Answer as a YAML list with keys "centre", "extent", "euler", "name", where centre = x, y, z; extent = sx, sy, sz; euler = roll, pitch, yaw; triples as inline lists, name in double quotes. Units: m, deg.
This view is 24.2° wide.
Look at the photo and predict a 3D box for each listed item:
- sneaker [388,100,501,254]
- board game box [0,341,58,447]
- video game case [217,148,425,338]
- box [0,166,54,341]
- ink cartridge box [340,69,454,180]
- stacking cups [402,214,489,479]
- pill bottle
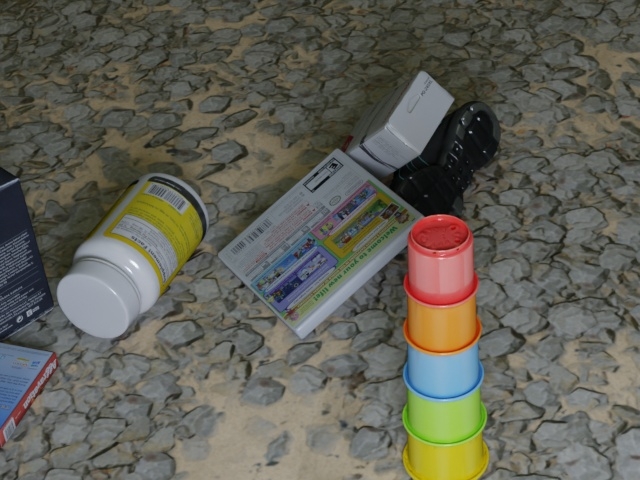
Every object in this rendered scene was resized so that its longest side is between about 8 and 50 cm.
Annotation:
- centre: [0.141, -0.074, 1.968]
  extent: [0.106, 0.101, 0.267]
  euler: [-11, 32, 50]
  name: "sneaker"
- centre: [-0.470, 0.165, 1.776]
  extent: [0.281, 0.027, 0.145]
  euler: [9, 39, 18]
  name: "board game box"
- centre: [0.000, 0.000, 1.866]
  extent: [0.212, 0.023, 0.193]
  euler: [-42, 46, -7]
  name: "video game case"
- centre: [-0.431, 0.001, 1.832]
  extent: [0.108, 0.207, 0.153]
  euler: [-33, 45, -30]
  name: "box"
- centre: [0.094, -0.143, 1.951]
  extent: [0.063, 0.150, 0.109]
  euler: [39, 60, -12]
  name: "ink cartridge box"
- centre: [0.118, 0.116, 1.525]
  extent: [0.096, 0.316, 0.096]
  euler: [-5, 39, 4]
  name: "stacking cups"
- centre: [-0.234, 0.018, 1.857]
  extent: [0.119, 0.119, 0.208]
  euler: [11, 41, 21]
  name: "pill bottle"
